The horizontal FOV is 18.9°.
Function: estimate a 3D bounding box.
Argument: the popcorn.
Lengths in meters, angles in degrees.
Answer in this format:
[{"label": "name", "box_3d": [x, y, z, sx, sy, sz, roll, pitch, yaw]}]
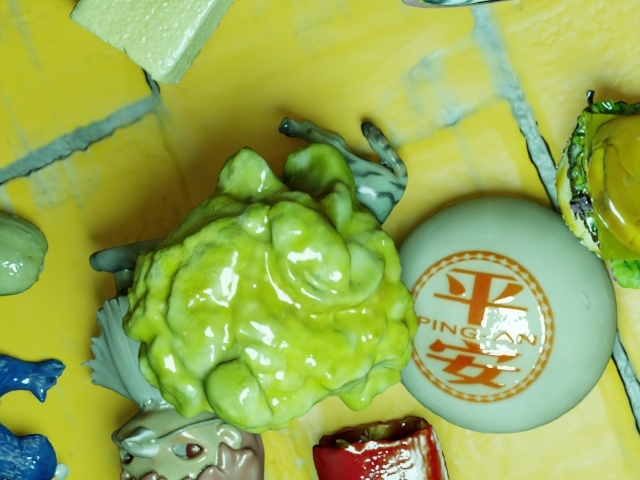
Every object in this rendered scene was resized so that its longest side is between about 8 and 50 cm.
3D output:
[{"label": "popcorn", "box_3d": [-0.048, 0.052, 1.742, 0.242, 0.250, 0.235, 54, 138, 17]}]

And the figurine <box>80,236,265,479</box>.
[{"label": "figurine", "box_3d": [-0.143, 0.191, 1.903, 0.207, 0.166, 0.387, -9, 91, 29]}]

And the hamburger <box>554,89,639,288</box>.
[{"label": "hamburger", "box_3d": [0.287, -0.043, 1.797, 0.164, 0.093, 0.189, 13, 68, -28]}]

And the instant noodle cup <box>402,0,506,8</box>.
[{"label": "instant noodle cup", "box_3d": [0.170, -0.359, 1.760, 0.244, 0.244, 0.255, -10, 87, 13]}]

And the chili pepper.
[{"label": "chili pepper", "box_3d": [0.083, 0.348, 1.890, 0.134, 0.131, 0.338, -12, 90, -12]}]

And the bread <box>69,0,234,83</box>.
[{"label": "bread", "box_3d": [-0.144, -0.261, 1.901, 0.125, 0.068, 0.188, 36, 101, 6]}]

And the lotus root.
[{"label": "lotus root", "box_3d": [-0.369, 0.006, 1.966, 0.183, 0.090, 0.077, 13, 139, 11]}]

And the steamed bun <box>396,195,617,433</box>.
[{"label": "steamed bun", "box_3d": [0.166, 0.074, 1.834, 0.232, 0.145, 0.232, 1, 96, 11]}]

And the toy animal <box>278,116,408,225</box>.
[{"label": "toy animal", "box_3d": [-0.018, -0.002, 1.899, 0.170, 0.090, 0.255, 17, 102, 5]}]

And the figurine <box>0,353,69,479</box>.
[{"label": "figurine", "box_3d": [-0.386, 0.193, 1.974, 0.262, 0.121, 0.164, 8, 94, 8]}]
